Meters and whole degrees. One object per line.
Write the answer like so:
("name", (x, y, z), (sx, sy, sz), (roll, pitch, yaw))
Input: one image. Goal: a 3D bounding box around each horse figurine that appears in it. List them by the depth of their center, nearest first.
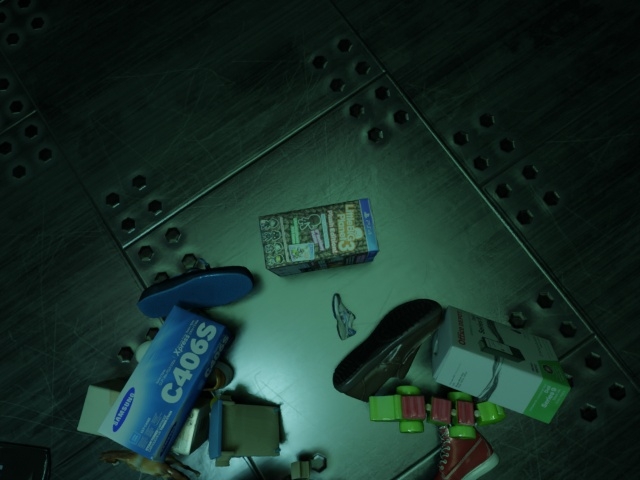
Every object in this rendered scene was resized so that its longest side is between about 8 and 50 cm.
("horse figurine", (-0.427, 0.583, 1.129), (0.264, 0.174, 0.066), (-9, 44, 36))

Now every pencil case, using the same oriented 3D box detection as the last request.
("pencil case", (-0.326, 0.264, 1.265), (0.152, 0.064, 0.070), (35, 68, 8))

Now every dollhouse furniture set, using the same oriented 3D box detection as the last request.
("dollhouse furniture set", (-0.190, 0.594, 1.200), (0.287, 0.198, 0.303), (16, 50, -32))

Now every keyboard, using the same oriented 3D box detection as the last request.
("keyboard", (-0.938, 0.685, 1.249), (0.318, 0.033, 0.201), (5, 75, 5))

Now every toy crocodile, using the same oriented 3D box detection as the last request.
("toy crocodile", (0.296, 0.439, 1.128), (0.341, 0.105, 0.115), (3, 61, 6))

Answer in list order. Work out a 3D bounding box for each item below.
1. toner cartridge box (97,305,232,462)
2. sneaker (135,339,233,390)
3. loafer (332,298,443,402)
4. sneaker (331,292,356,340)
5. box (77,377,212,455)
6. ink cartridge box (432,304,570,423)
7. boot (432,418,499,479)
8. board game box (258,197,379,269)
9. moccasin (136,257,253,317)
("toner cartridge box", (-0.387, 0.356, 1.121), (0.165, 0.075, 0.347), (17, 63, 16))
("sneaker", (-0.396, 0.347, 1.228), (0.290, 0.123, 0.105), (14, 84, 6))
("loafer", (0.200, 0.307, 1.214), (0.366, 0.134, 0.130), (-41, 108, 6))
("sneaker", (0.069, 0.216, 1.264), (0.058, 0.052, 0.135), (-13, 88, -9))
("box", (-0.471, 0.478, 1.200), (0.312, 0.148, 0.121), (11, 81, 4))
("ink cartridge box", (0.448, 0.309, 1.130), (0.289, 0.211, 0.121), (19, 114, 5))
("boot", (0.328, 0.576, 1.171), (0.244, 0.088, 0.176), (-33, 80, -11))
("board game box", (0.000, 0.000, 1.206), (0.291, 0.232, 0.141), (-9, 80, 1))
("moccasin", (-0.360, 0.118, 1.251), (0.342, 0.116, 0.137), (-10, 125, 5))
